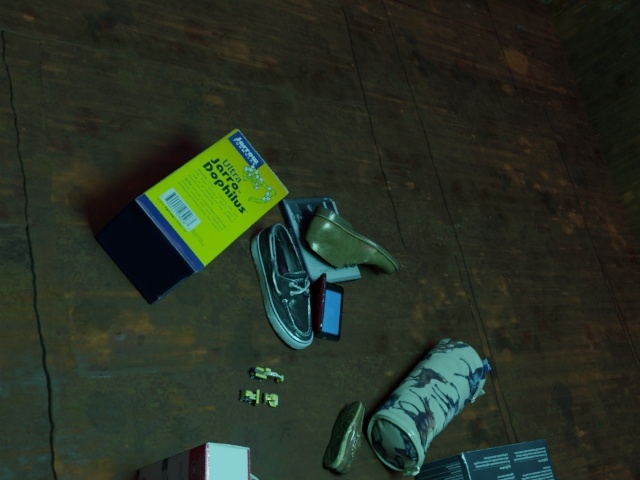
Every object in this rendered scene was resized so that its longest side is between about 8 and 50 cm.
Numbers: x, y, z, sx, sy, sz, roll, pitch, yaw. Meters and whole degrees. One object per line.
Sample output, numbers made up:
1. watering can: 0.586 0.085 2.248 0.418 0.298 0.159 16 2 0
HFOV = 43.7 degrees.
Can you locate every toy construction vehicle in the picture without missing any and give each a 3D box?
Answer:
1. toy construction vehicle: -0.127 0.325 1.770 0.098 0.035 0.086 26 52 -29

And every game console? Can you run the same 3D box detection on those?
1. game console: 0.026 0.164 1.947 0.085 0.124 0.144 8 73 -11

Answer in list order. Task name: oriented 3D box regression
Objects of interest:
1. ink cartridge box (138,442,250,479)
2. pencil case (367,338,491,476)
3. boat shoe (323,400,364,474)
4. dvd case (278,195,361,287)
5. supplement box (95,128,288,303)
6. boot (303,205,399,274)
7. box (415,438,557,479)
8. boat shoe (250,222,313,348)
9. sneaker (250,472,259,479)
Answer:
1. ink cartridge box: -0.232 0.480 1.443 0.100 0.237 0.172 19 55 -37
2. pencil case: 0.273 0.409 1.992 0.183 0.160 0.410 46 42 9
3. boat shoe: 0.064 0.458 1.851 0.060 0.064 0.178 42 52 -23
4. dvd case: 0.000 0.000 2.074 0.179 0.029 0.239 -6 72 -44
5. supplement box: -0.271 -0.058 1.742 0.195 0.194 0.356 51 44 -6
6. boot: 0.077 0.031 2.059 0.305 0.112 0.115 32 79 -32
7. box: 0.437 0.680 1.971 0.343 0.179 0.313 6 62 -40
8. boat shoe: -0.073 0.105 1.894 0.108 0.102 0.301 -3 69 -43
9. sneaker: -0.109 0.563 1.596 0.299 0.112 0.121 39 83 4
